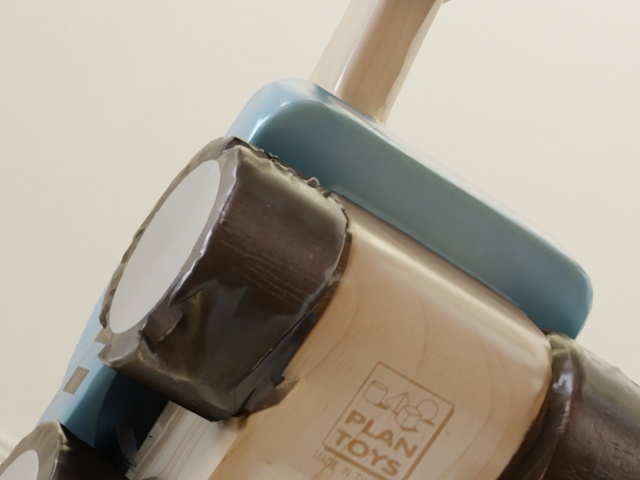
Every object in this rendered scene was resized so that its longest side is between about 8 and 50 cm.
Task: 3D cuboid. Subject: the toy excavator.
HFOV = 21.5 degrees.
[{"bbox_3d":[0.000,0.000,0.851,0.222,0.445,0.433,31,-80,-18],"label":"toy excavator"}]
